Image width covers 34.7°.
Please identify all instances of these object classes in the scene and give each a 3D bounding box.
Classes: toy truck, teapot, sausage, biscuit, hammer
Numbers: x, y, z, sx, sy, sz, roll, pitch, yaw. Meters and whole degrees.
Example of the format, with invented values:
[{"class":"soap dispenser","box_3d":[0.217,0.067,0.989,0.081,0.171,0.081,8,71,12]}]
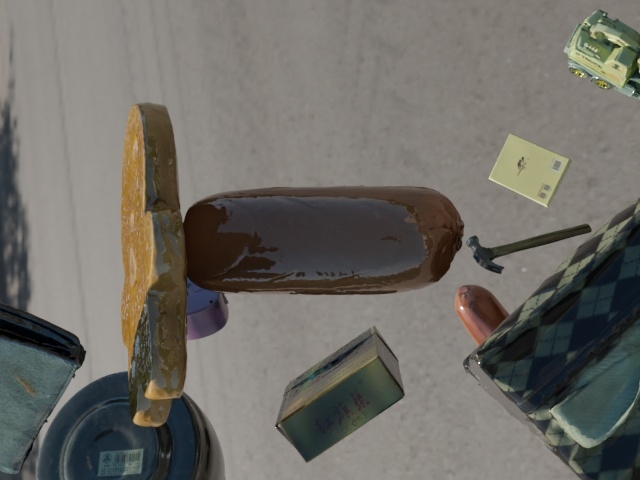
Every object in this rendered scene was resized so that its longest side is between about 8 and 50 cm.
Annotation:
[{"class":"toy truck","box_3d":[0.434,-0.249,1.408,0.085,0.191,0.116,-60,-10,-4]},{"class":"teapot","box_3d":[-0.252,0.364,1.418,0.239,0.239,0.322,14,70,25]},{"class":"sausage","box_3d":[0.283,0.150,1.644,0.194,0.077,0.077,50,156,-12]},{"class":"sausage","box_3d":[0.001,0.000,1.107,0.304,0.121,0.121,-2,90,19]},{"class":"biscuit","box_3d":[-0.181,0.018,1.124,0.275,0.052,0.355,121,146,-58]},{"class":"hammer","box_3d":[0.294,0.004,1.412,0.017,0.182,0.062,99,153,-52]}]

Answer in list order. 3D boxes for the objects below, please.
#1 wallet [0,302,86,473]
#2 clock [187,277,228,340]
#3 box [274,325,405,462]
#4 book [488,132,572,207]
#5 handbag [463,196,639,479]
[{"class":"wallet","box_3d":[-0.355,0.146,1.005,0.379,0.190,0.046,131,153,-52]},{"class":"clock","box_3d":[-0.179,0.065,1.302,0.153,0.110,0.050,-112,3,-50]},{"class":"box","box_3d":[0.028,0.198,1.361,0.071,0.159,0.240,53,-177,-2]},{"class":"book","box_3d":[0.312,-0.105,1.527,0.111,0.014,0.077,31,100,37]},{"class":"handbag","box_3d":[0.393,0.194,1.126,0.416,0.317,0.180,47,173,9]}]
